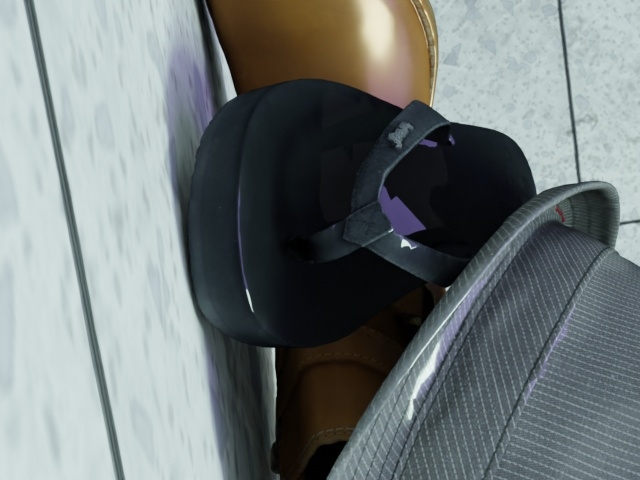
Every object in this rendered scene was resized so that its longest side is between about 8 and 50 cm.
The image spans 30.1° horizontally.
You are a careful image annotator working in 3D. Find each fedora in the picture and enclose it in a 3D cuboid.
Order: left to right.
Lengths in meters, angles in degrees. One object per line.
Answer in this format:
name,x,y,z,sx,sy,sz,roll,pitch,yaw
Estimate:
fedora,0.107,0.105,0.495,0.275,0.124,0.244,-36,142,-52

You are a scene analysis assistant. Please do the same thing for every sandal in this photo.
sandal,0.037,-0.018,0.477,0.254,0.054,0.097,-11,92,-56

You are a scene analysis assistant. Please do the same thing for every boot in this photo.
boot,0.000,0.000,0.556,0.283,0.109,0.220,76,16,-46
